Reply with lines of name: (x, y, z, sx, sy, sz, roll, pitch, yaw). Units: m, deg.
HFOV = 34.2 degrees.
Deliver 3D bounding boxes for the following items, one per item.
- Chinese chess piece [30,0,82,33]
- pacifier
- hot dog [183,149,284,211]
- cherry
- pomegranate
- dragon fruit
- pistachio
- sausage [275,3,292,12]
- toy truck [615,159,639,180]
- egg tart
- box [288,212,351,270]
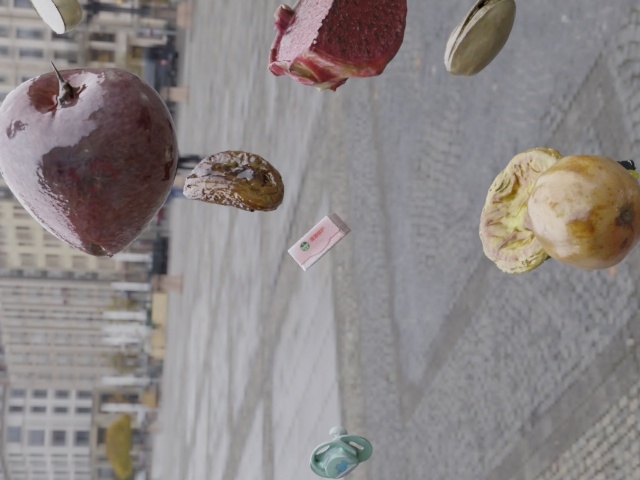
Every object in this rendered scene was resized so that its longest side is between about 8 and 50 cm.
Chinese chess piece: (-0.514, -0.460, 2.010, 0.122, 0.051, 0.122, 38, 155, 22)
pacifier: (0.036, 0.452, 2.269, 0.150, 0.127, 0.116, -48, 32, 30)
hot dog: (-0.190, -0.126, 2.263, 0.160, 0.227, 0.099, -66, -24, -54)
cherry: (-0.328, -0.120, 1.497, 0.221, 0.261, 0.307, -68, -28, -59)
pomegranate: (0.453, -0.047, 1.774, 0.207, 0.207, 0.207, -177, 90, -80)
dragon fruit: (0.023, -0.285, 1.395, 0.161, 0.126, 0.274, -23, 39, 46)
pistachio: (0.380, -0.492, 2.490, 0.226, 0.136, 0.136, -55, 19, 14)
sausage: (-0.052, -0.420, 1.996, 0.034, 0.083, 0.034, -25, 47, 30)
toy truck: (0.536, -0.100, 1.869, 0.083, 0.049, 0.054, 102, 156, -47)
egg tart: (0.465, -0.057, 2.236, 0.295, 0.116, 0.294, -39, 42, 46)
box: (0.000, 0.000, 1.672, 0.089, 0.043, 0.125, -42, -1, 6)
